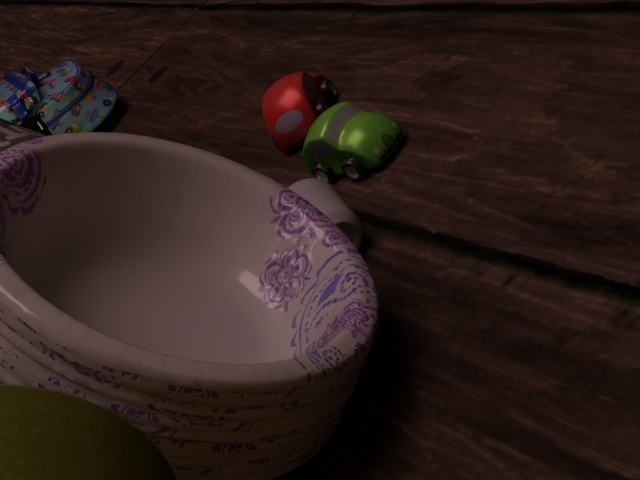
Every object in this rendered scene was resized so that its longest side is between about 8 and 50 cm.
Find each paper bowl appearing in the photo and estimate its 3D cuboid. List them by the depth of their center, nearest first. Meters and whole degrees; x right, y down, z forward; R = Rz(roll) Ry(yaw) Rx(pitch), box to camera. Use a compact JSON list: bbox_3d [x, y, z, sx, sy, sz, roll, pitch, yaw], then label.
[{"bbox_3d":[-0.115,0.059,1.037,0.284,0.284,0.148,-89,18,-59],"label":"paper bowl"}]

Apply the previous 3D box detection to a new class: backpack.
[{"bbox_3d":[-0.339,-0.155,1.896,0.173,0.117,0.158,-40,25,-4],"label":"backpack"}]

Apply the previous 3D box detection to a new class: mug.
[{"bbox_3d":[0.003,-0.003,1.221,0.062,0.078,0.064,-14,26,-21],"label":"mug"}]

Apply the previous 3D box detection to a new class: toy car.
[{"bbox_3d":[-0.017,-0.086,1.377,0.225,0.053,0.239,-7,41,52],"label":"toy car"}]

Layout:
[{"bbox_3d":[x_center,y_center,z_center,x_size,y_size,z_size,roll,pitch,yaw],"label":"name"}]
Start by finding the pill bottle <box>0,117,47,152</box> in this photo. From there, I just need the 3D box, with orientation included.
[{"bbox_3d":[-0.297,-0.029,1.366,0.283,0.161,0.161,21,62,35],"label":"pill bottle"}]

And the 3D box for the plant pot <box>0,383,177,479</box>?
[{"bbox_3d":[-0.168,0.270,0.788,0.275,0.275,0.293,-37,40,8],"label":"plant pot"}]
